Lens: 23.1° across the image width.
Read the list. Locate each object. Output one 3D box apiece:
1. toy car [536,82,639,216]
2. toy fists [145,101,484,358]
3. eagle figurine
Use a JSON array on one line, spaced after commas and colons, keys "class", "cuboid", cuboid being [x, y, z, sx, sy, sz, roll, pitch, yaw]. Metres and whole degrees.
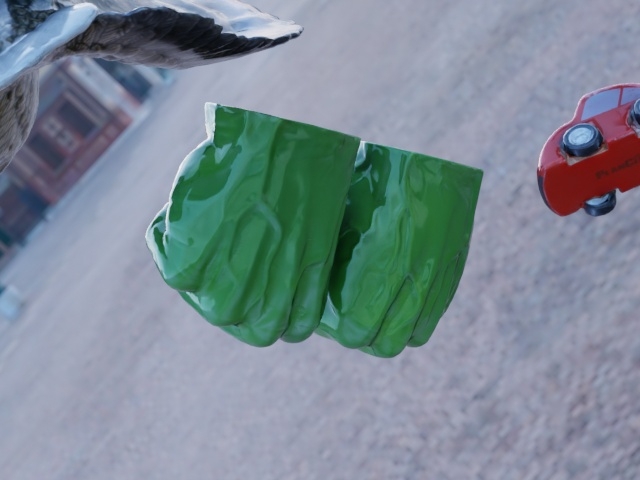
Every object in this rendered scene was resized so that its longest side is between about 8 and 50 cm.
[{"class": "toy car", "cuboid": [0.265, -0.082, 0.920, 0.239, 0.225, 0.053, -47, 39, 28]}, {"class": "toy fists", "cuboid": [0.000, 0.000, 1.028, 0.096, 0.279, 0.142, 14, 92, 38]}, {"class": "eagle figurine", "cuboid": [-0.158, -0.123, 0.880, 0.225, 0.226, 0.298, -66, -30, -18]}]
